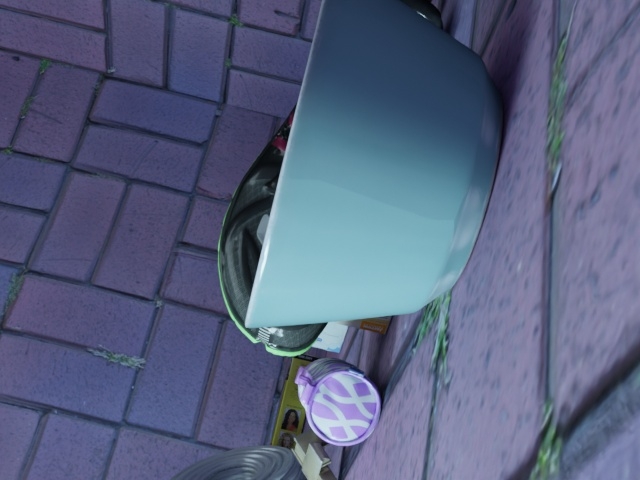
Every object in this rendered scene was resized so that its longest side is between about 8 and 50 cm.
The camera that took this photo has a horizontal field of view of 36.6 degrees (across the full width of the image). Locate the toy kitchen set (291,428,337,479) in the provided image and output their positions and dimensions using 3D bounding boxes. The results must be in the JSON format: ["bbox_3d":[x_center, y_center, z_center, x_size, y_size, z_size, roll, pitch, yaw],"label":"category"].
[{"bbox_3d":[0.017,0.269,1.232,0.083,0.075,0.068,53,149,31],"label":"toy kitchen set"}]

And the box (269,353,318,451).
[{"bbox_3d":[-0.059,0.355,2.053,0.087,0.058,0.232,127,156,-81],"label":"box"}]

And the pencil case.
[{"bbox_3d":[0.015,0.180,1.104,0.206,0.088,0.086,124,162,-84],"label":"pencil case"}]

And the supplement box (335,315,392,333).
[{"bbox_3d":[0.058,0.056,1.104,0.036,0.062,0.098,-82,6,-53],"label":"supplement box"}]

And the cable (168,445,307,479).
[{"bbox_3d":[-0.148,0.424,1.602,0.257,0.257,0.089,-60,-44,-78],"label":"cable"}]

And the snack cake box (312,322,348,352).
[{"bbox_3d":[-0.017,0.059,1.688,0.264,0.152,0.089,-79,4,-50],"label":"snack cake box"}]

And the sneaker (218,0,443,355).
[{"bbox_3d":[0.013,-0.098,1.166,0.202,0.185,0.483,136,155,-77],"label":"sneaker"}]

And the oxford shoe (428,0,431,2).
[{"bbox_3d":[0.114,-0.497,1.346,0.130,0.123,0.348,15,106,48],"label":"oxford shoe"}]

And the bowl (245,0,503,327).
[{"bbox_3d":[0.049,-0.060,0.813,0.311,0.163,0.312,-166,90,-88],"label":"bowl"}]
